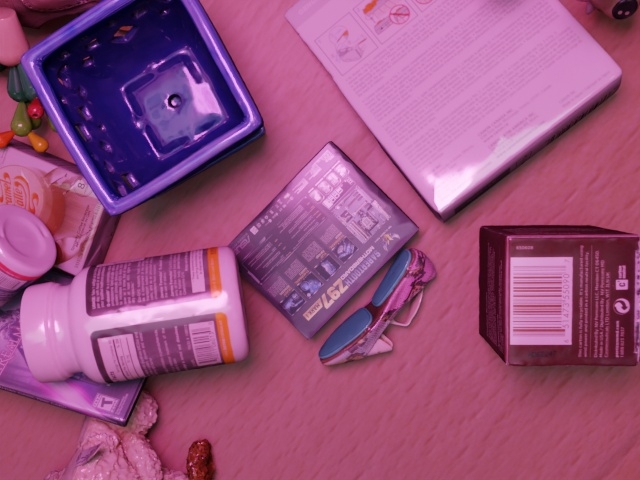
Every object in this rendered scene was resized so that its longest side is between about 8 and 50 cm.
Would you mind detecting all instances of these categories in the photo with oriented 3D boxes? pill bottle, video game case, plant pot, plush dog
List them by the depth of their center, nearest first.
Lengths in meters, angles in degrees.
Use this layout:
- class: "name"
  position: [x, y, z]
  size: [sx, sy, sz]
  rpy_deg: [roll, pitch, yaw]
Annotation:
- class: "pill bottle"
  position: [-0.241, 0.104, 1.000]
  size: [0.278, 0.162, 0.162]
  rpy_deg: [-8, 94, -5]
- class: "pill bottle"
  position: [-0.456, 0.041, 1.003]
  size: [0.180, 0.108, 0.108]
  rpy_deg: [-33, 92, 21]
- class: "plant pot"
  position: [-0.215, -0.191, 1.008]
  size: [0.235, 0.212, 0.236]
  rpy_deg: [-30, 92, 5]
- class: "video game case"
  position: [-0.373, 0.140, 1.076]
  size: [0.274, 0.026, 0.196]
  rpy_deg: [17, 52, 1]
- class: "plush dog"
  position: [-0.271, 0.380, 1.086]
  size: [0.225, 0.210, 0.263]
  rpy_deg: [30, 96, -24]

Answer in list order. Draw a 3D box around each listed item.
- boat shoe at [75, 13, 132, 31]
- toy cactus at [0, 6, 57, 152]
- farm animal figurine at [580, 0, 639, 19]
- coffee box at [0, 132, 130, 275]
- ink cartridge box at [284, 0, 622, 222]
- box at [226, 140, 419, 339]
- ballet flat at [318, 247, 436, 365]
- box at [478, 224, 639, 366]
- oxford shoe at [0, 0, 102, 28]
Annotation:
- class: "boat shoe"
  position: [-0.308, -0.340, 1.078]
  size: [0.170, 0.059, 0.063]
  rpy_deg: [31, 103, 21]
- class: "toy cactus"
  position: [-0.427, -0.227, 1.018]
  size: [0.112, 0.181, 0.219]
  rpy_deg: [-26, 52, -29]
- class: "farm animal figurine"
  position: [0.363, -0.382, 0.948]
  size: [0.330, 0.172, 0.327]
  rpy_deg: [18, 66, -6]
- class: "coffee box"
  position: [-0.426, -0.060, 1.086]
  size: [0.246, 0.098, 0.141]
  rpy_deg: [22, 97, 1]
- class: "ink cartridge box"
  position: [0.179, -0.268, 1.065]
  size: [0.308, 0.091, 0.385]
  rpy_deg: [-38, 75, 6]
- class: "box"
  position: [0.000, 0.000, 1.088]
  size: [0.183, 0.059, 0.233]
  rpy_deg: [44, 96, 1]
- class: "ballet flat"
  position: [0.092, 0.113, 1.094]
  size: [0.079, 0.077, 0.222]
  rpy_deg: [37, 96, -20]
- class: "box"
  position: [0.313, 0.066, 1.006]
  size: [0.166, 0.203, 0.169]
  rpy_deg: [-1, 95, 3]
- class: "oxford shoe"
  position: [-0.459, -0.341, 1.039]
  size: [0.363, 0.133, 0.130]
  rpy_deg: [3, 68, 28]
